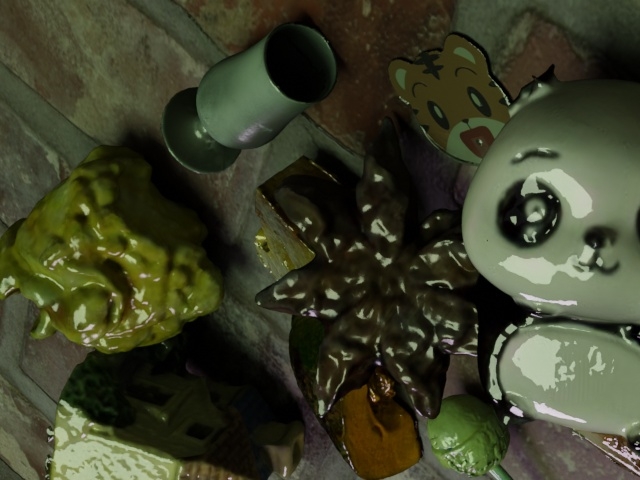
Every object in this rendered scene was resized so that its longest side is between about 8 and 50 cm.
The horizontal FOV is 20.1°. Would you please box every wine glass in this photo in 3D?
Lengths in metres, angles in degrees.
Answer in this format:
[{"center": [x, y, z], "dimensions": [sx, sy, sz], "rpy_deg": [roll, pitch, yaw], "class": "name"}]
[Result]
[{"center": [-0.074, -0.150, 1.900], "dimensions": [0.103, 0.103, 0.231], "rpy_deg": [52, 146, -7], "class": "wine glass"}]

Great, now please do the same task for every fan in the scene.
[{"center": [0.158, -0.095, 1.755], "dimensions": [0.227, 0.008, 0.152], "rpy_deg": [56, 149, -13], "class": "fan"}]

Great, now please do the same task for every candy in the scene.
[{"center": [0.240, 0.305, 2.072], "dimensions": [0.093, 0.092, 0.335], "rpy_deg": [-33, 109, 23], "class": "candy"}]

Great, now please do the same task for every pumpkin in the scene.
[{"center": [0.012, 0.168, 2.160], "dimensions": [0.163, 0.111, 0.278], "rpy_deg": [28, 146, 38], "class": "pumpkin"}]

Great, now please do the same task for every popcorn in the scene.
[{"center": [-0.253, 0.031, 2.227], "dimensions": [0.250, 0.235, 0.241], "rpy_deg": [42, 134, -15], "class": "popcorn"}]

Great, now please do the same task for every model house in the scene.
[{"center": [-0.174, 0.254, 2.346], "dimensions": [0.266, 0.321, 0.261], "rpy_deg": [18, 121, 15], "class": "model house"}]

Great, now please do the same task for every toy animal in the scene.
[{"center": [0.242, 0.006, 1.559], "dimensions": [0.251, 0.251, 0.310], "rpy_deg": [28, 132, 31], "class": "toy animal"}]

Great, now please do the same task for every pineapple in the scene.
[{"center": [0.000, 0.000, 1.972], "dimensions": [0.236, 0.114, 0.186], "rpy_deg": [16, 138, 47], "class": "pineapple"}]

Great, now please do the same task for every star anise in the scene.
[{"center": [0.084, 0.032, 1.805], "dimensions": [0.315, 0.108, 0.315], "rpy_deg": [0, 91, 25], "class": "star anise"}]

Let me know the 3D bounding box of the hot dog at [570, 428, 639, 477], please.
[{"center": [0.340, 0.192, 1.805], "dimensions": [0.252, 0.069, 0.131], "rpy_deg": [35, 139, 15], "class": "hot dog"}]
